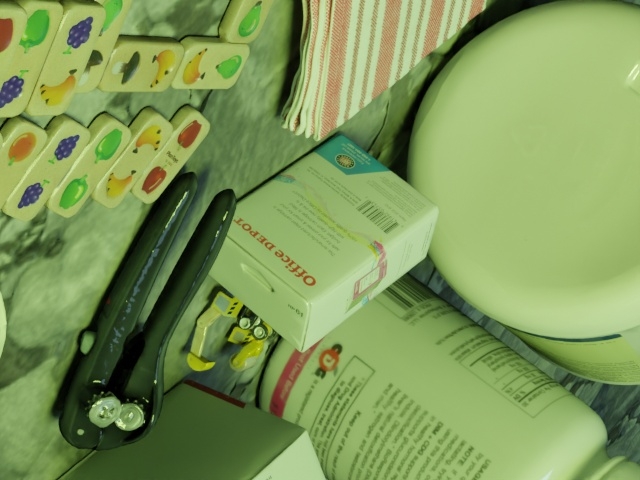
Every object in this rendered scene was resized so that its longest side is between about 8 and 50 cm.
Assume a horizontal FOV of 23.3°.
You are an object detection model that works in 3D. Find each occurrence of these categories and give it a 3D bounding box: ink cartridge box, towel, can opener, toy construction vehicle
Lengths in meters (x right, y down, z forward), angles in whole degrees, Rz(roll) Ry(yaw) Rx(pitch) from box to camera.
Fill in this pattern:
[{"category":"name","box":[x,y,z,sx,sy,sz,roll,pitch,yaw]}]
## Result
[{"category":"ink cartridge box","box":[-0.065,0.208,1.012,0.127,0.128,0.176,-38,125,-30]},{"category":"ink cartridge box","box":[0.000,0.000,0.979,0.122,0.088,0.052,-35,153,-34]},{"category":"towel","box":[0.049,-0.159,0.935,0.197,0.029,0.144,-40,153,-35]},{"category":"can opener","box":[-0.104,0.044,0.910,0.059,0.073,0.186,15,112,-22]},{"category":"toy construction vehicle","box":[-0.044,0.042,1.032,0.098,0.035,0.086,-57,166,14]}]

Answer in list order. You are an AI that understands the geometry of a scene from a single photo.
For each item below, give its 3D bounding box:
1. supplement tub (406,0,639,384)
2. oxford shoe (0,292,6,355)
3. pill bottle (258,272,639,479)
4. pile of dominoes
[{"category":"supplement tub","box":[0.216,-0.019,1.159,0.235,0.235,0.325,-54,156,1]},{"category":"oxford shoe","box":[-0.273,0.167,0.554,0.449,0.130,0.169,-43,141,-27]},{"category":"pill bottle","box":[0.105,0.153,1.132,0.160,0.283,0.160,-40,152,-26]},{"category":"pile of dominoes","box":[-0.098,-0.083,0.756,0.251,0.040,0.196,-9,131,-56]}]
